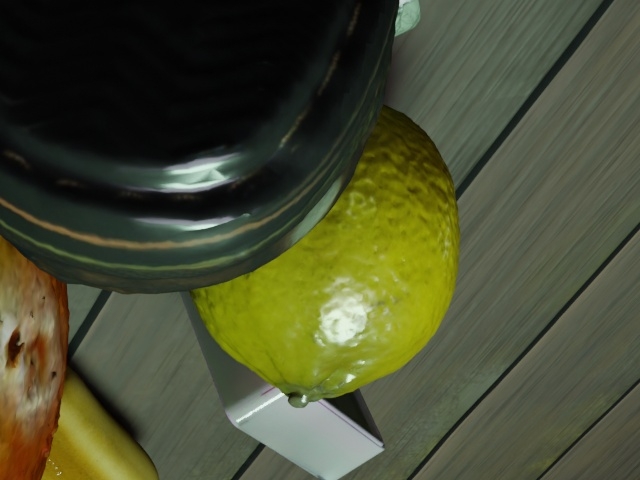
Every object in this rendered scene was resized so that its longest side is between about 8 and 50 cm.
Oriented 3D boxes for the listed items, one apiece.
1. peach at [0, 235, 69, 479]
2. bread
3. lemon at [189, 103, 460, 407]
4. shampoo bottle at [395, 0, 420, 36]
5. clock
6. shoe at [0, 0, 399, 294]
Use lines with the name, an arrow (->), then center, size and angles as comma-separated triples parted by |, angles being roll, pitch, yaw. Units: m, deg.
peach -> -0.275, 0.029, 0.507 | 0.353, 0.339, 0.416 | -47, 152, -23
bread -> -0.211, 0.172, 0.988 | 0.092, 0.074, 0.239 | -14, 145, 5
lemon -> 0.000, 0.000, 0.800 | 0.192, 0.231, 0.192 | 6, 158, 2
shampoo bottle -> -0.040, -0.126, 0.742 | 0.204, 0.065, 0.065 | -25, 146, -6
clock -> -0.030, 0.103, 0.963 | 0.063, 0.150, 0.197 | -31, 146, 8
shoe -> -0.056, -0.089, 0.521 | 0.171, 0.384, 0.237 | 11, 136, -3
